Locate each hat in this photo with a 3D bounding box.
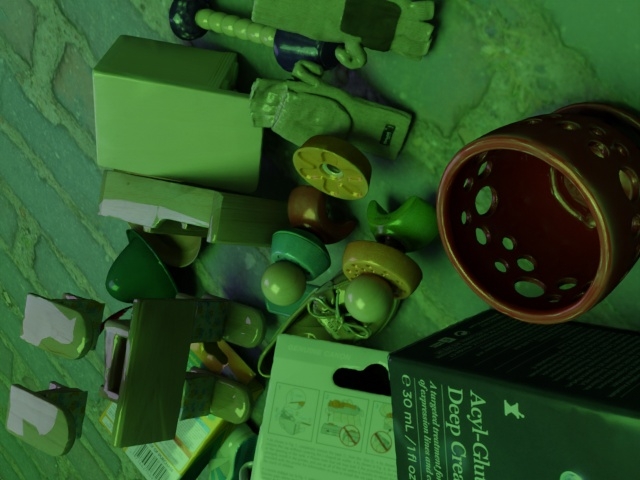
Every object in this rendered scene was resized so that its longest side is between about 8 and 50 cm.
[{"bbox_3d":[-0.365,0.095,1.509,0.173,0.184,0.208,50,159,11],"label":"hat"}]

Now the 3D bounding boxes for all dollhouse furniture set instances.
[{"bbox_3d":[-0.204,0.115,1.249,0.257,0.362,0.394,12,94,37],"label":"dollhouse furniture set"}]

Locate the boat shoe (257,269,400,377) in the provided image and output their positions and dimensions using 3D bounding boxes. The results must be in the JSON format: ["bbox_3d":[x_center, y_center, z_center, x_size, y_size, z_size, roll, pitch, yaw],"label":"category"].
[{"bbox_3d":[0.010,0.125,1.222,0.104,0.089,0.285,50,135,7],"label":"boat shoe"}]

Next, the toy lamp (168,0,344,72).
[{"bbox_3d":[-0.086,-0.272,1.115,0.275,0.080,0.080,21,127,36],"label":"toy lamp"}]

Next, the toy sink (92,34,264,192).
[{"bbox_3d":[-0.185,-0.181,1.206,0.234,0.131,0.152,10,128,3],"label":"toy sink"}]

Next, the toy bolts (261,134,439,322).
[{"bbox_3d":[0.000,0.000,1.078,0.218,0.158,0.229,41,153,-28],"label":"toy bolts"}]

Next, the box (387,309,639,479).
[{"bbox_3d":[0.291,0.261,0.903,0.396,0.212,0.293,5,106,44],"label":"box"}]

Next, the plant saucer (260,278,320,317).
[{"bbox_3d":[-0.022,0.099,1.324,0.192,0.018,0.067,9,120,42],"label":"plant saucer"}]

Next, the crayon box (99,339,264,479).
[{"bbox_3d":[-0.243,0.280,1.548,0.203,0.083,0.323,44,113,20],"label":"crayon box"}]

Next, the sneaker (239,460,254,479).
[{"bbox_3d":[-0.061,0.504,1.483,0.282,0.102,0.161,43,159,36],"label":"sneaker"}]

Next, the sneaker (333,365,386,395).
[{"bbox_3d":[0.074,0.343,1.306,0.146,0.134,0.343,-32,80,58],"label":"sneaker"}]

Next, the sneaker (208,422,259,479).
[{"bbox_3d":[-0.178,0.421,1.644,0.092,0.087,0.228,43,131,29],"label":"sneaker"}]

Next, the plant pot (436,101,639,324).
[{"bbox_3d":[0.236,-0.038,0.841,0.191,0.174,0.191,25,130,34],"label":"plant pot"}]

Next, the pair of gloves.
[{"bbox_3d":[0.019,-0.207,1.000,0.204,0.042,0.240,8,134,-2],"label":"pair of gloves"}]

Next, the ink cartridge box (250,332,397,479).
[{"bbox_3d":[0.060,0.342,1.181,0.308,0.091,0.384,8,85,17],"label":"ink cartridge box"}]

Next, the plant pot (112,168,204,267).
[{"bbox_3d":[-0.274,-0.067,1.477,0.236,0.032,0.236,24,129,34],"label":"plant pot"}]
